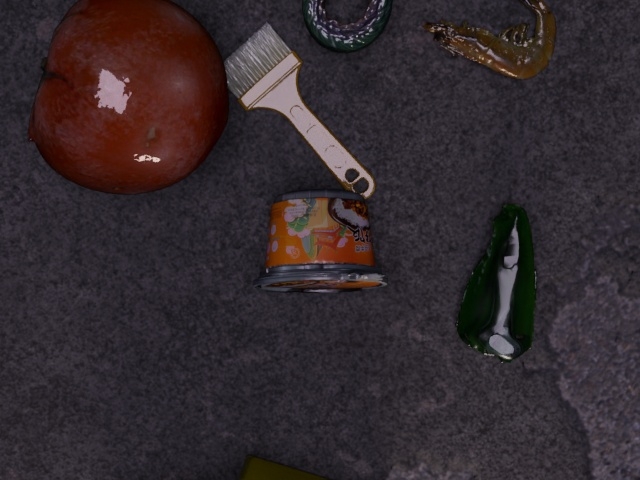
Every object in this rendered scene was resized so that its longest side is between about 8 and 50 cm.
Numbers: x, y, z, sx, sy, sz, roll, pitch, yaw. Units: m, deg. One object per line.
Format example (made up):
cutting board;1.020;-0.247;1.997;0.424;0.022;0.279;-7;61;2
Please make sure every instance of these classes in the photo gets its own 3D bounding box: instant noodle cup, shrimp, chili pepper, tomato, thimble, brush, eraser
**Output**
instant noodle cup;0.000;0.000;1.534;0.208;0.177;0.126;-6;80;34
shrimp;0.234;-0.292;1.547;0.178;0.034;0.124;22;94;-2
chili pepper;0.245;0.057;1.573;0.108;0.062;0.216;6;95;2
tomato;-0.237;-0.182;1.469;0.264;0.265;0.265;0;96;3
thimble;0.038;-0.315;1.525;0.118;0.090;0.135;25;95;-3
brush;-0.021;-0.163;1.583;0.103;0.013;0.272;-41;94;7
eraser;-0.017;0.372;1.571;0.226;0.158;0.069;17;99;1
